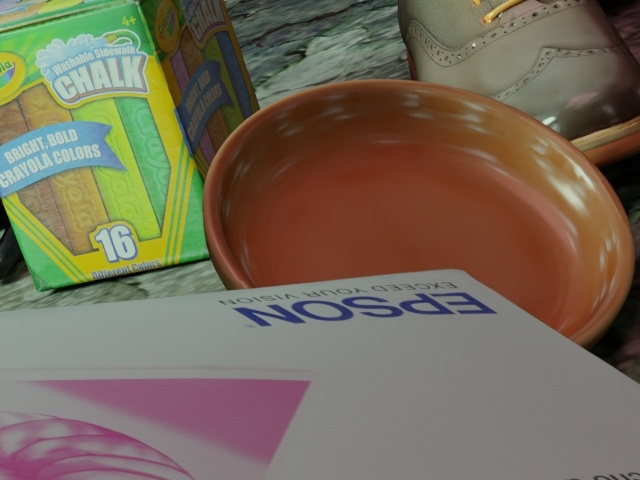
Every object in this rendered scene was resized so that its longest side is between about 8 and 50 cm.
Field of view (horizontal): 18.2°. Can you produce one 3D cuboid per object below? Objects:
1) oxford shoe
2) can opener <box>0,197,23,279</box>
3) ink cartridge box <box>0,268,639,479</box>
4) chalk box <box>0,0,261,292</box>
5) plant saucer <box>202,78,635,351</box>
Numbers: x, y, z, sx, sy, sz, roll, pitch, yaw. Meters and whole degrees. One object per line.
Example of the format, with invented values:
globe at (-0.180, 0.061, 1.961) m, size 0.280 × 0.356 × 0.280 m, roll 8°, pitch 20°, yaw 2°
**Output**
oxford shoe at (0.103, -0.122, 1.170) m, size 0.130 × 0.133 × 0.364 m, roll -21°, pitch 20°, yaw -5°
can opener at (-0.206, -0.019, 1.328) m, size 0.059 × 0.073 × 0.186 m, roll 18°, pitch 21°, yaw -10°
ink cartridge box at (-0.010, 0.098, 0.533) m, size 0.324 × 0.071 × 0.330 m, roll -4°, pitch 20°, yaw -31°
chalk box at (-0.129, -0.099, 1.207) m, size 0.132 × 0.213 × 0.132 m, roll -12°, pitch 21°, yaw 20°
plant saucer at (0.044, 0.001, 0.922) m, size 0.200 × 0.037 × 0.200 m, roll 6°, pitch 43°, yaw -6°
